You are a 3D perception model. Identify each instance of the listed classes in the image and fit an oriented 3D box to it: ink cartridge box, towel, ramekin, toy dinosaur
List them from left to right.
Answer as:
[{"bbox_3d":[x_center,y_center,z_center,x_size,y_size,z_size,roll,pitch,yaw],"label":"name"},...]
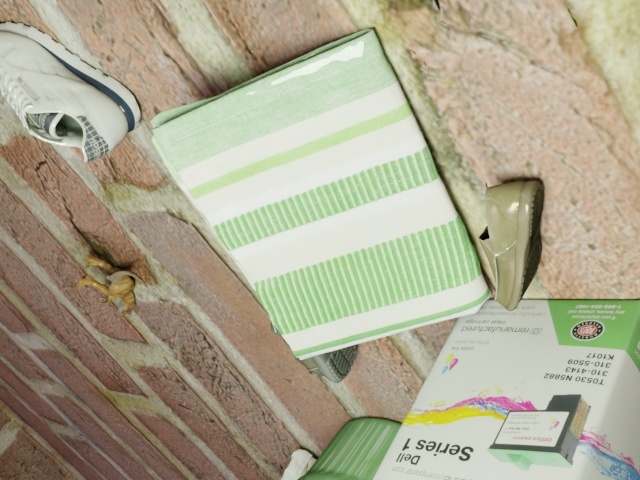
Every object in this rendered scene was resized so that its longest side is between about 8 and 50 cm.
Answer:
[{"bbox_3d":[-0.322,0.061,1.290,0.112,0.064,0.211,19,157,-6],"label":"toy dinosaur"},{"bbox_3d":[0.008,-0.024,0.810,0.247,0.038,0.325,-17,122,22],"label":"towel"},{"bbox_3d":[0.113,0.405,1.216,0.303,0.148,0.303,24,144,19],"label":"ramekin"},{"bbox_3d":[0.190,0.193,0.765,0.201,0.278,0.117,-4,131,45],"label":"ink cartridge box"}]

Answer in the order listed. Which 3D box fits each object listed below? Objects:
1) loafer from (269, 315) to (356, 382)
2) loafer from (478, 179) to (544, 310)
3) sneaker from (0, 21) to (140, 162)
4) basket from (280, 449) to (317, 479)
[{"bbox_3d":[-0.036,0.088,1.011,0.087,0.094,0.251,6,137,32],"label":"loafer"},{"bbox_3d":[0.174,0.002,0.751,0.050,0.056,0.148,19,134,26],"label":"loafer"},{"bbox_3d":[-0.328,-0.175,0.950,0.235,0.095,0.090,28,148,15],"label":"sneaker"},{"bbox_3d":[-0.004,0.614,1.433,0.266,0.331,0.328,23,145,16],"label":"basket"}]
